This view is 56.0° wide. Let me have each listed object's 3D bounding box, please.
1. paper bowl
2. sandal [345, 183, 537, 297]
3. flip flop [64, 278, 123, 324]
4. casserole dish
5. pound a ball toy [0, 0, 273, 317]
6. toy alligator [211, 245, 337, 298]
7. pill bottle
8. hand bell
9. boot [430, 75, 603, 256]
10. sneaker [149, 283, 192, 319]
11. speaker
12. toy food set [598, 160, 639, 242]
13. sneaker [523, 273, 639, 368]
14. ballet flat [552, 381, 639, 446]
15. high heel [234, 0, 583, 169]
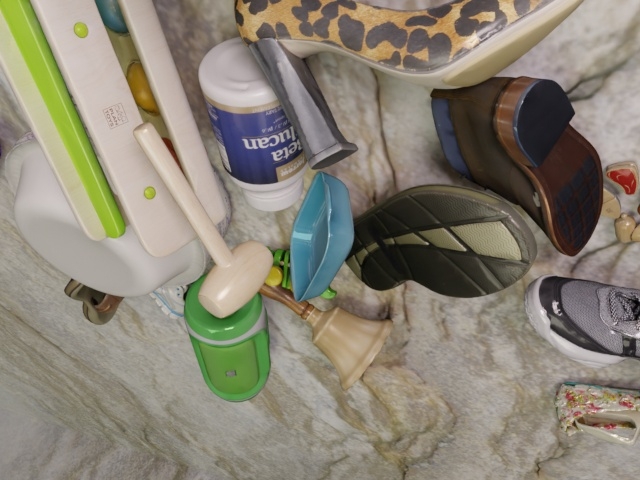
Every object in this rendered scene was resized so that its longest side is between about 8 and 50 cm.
[{"bbox_3d":[-0.274,-0.035,0.789,0.285,0.148,0.284,17,146,12],"label":"paper bowl"},{"bbox_3d":[0.110,-0.009,0.649,0.120,0.086,0.303,60,157,-11],"label":"sandal"},{"bbox_3d":[-0.370,0.087,1.045,0.080,0.112,0.277,27,151,2],"label":"flip flop"},{"bbox_3d":[0.000,0.000,0.716,0.037,0.114,0.188,4,149,-16],"label":"casserole dish"},{"bbox_3d":[-0.153,-0.107,0.553,0.208,0.136,0.318,10,128,41],"label":"pound a ball toy"},{"bbox_3d":[-0.063,0.032,0.847,0.190,0.056,0.051,17,104,11],"label":"toy alligator"},{"bbox_3d":[-0.058,-0.108,0.603,0.094,0.094,0.169,13,146,15],"label":"pill bottle"},{"bbox_3d":[-0.026,0.099,0.892,0.242,0.126,0.126,36,146,2],"label":"hand bell"},{"bbox_3d":[0.183,-0.070,0.550,0.106,0.082,0.219,30,166,47],"label":"boot"},{"bbox_3d":[-0.261,0.060,0.995,0.083,0.071,0.191,-16,138,33],"label":"sneaker"},{"bbox_3d":[-0.151,0.172,1.022,0.131,0.131,0.296,17,146,10],"label":"speaker"},{"bbox_3d":[0.301,-0.034,0.565,0.122,0.019,0.078,45,143,-16],"label":"toy food set"},{"bbox_3d":[0.358,0.076,0.615,0.269,0.101,0.153,20,146,-6],"label":"sneaker"},{"bbox_3d":[0.441,0.244,0.817,0.241,0.077,0.091,-6,136,35],"label":"ballet flat"},{"bbox_3d":[0.058,-0.194,0.453,0.261,0.093,0.186,-28,83,19],"label":"high heel"}]
